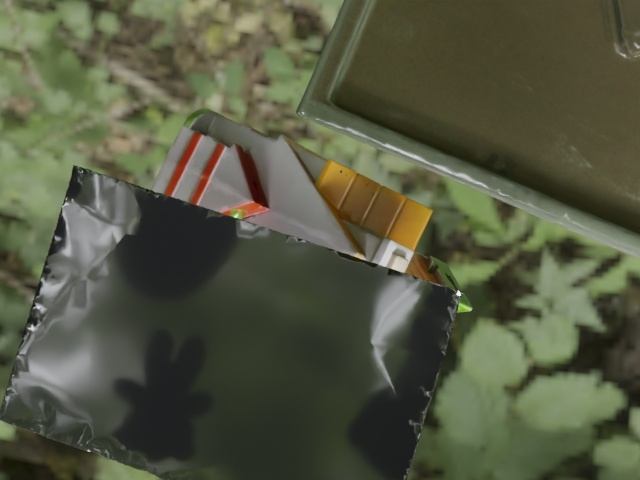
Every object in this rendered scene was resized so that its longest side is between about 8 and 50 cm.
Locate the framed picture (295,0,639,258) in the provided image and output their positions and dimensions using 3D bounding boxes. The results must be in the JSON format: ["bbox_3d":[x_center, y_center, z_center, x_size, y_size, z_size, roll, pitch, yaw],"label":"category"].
[{"bbox_3d":[0.243,-0.144,1.163,0.446,0.326,0.028,25,-176,15],"label":"framed picture"}]

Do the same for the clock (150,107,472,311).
[{"bbox_3d":[0.000,0.000,1.980,0.309,0.166,0.235,26,-179,41],"label":"clock"}]

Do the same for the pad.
[{"bbox_3d":[-0.082,0.105,1.625,0.368,0.247,0.007,18,-172,7],"label":"pad"}]
